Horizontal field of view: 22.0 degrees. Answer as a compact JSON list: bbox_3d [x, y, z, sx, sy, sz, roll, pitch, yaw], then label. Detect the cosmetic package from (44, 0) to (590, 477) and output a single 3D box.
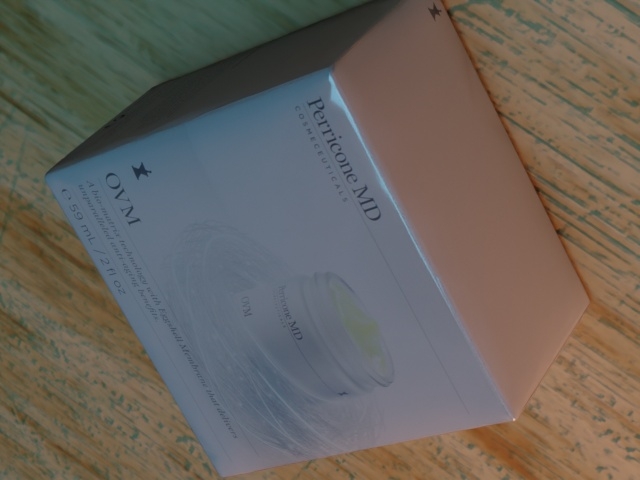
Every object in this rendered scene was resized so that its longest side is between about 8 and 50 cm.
[{"bbox_3d":[0.000,0.000,0.972,0.224,0.138,0.224,-18,109,36],"label":"cosmetic package"}]
